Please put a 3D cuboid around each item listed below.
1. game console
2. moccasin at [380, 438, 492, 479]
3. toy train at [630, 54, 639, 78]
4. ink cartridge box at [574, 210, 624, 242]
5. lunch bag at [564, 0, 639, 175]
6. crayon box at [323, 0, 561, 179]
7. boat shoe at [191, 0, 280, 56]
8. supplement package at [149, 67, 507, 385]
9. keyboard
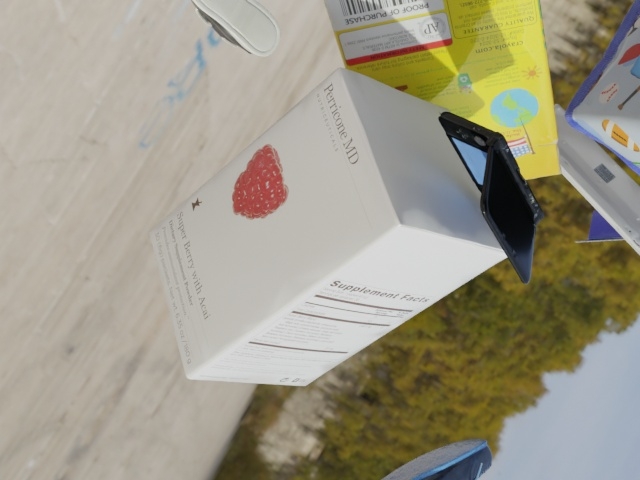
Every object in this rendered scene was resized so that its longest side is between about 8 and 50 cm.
[{"bbox_3d":[0.142,-0.037,0.916,0.071,0.107,0.122,-49,137,-10],"label":"game console"},{"bbox_3d":[0.145,0.428,1.678,0.342,0.117,0.138,-25,-179,-30],"label":"moccasin"},{"bbox_3d":[0.300,-0.107,0.691,0.105,0.184,0.080,-61,-171,16],"label":"toy train"},{"bbox_3d":[0.648,-0.031,2.038,0.333,0.165,0.065,-2,90,-43],"label":"ink cartridge box"},{"bbox_3d":[0.546,-0.114,1.224,0.239,0.385,0.328,-56,-157,0],"label":"lunch bag"},{"bbox_3d":[0.128,-0.186,1.088,0.081,0.202,0.318,-88,165,-44],"label":"crayon box"},{"bbox_3d":[-0.079,-0.188,0.810,0.125,0.038,0.046,39,77,-43],"label":"boat shoe"},{"bbox_3d":[0.000,0.000,1.043,0.175,0.177,0.293,12,140,-46],"label":"supplement package"},{"bbox_3d":[0.395,-0.089,1.503,0.072,0.256,0.014,-33,160,-17],"label":"keyboard"}]
